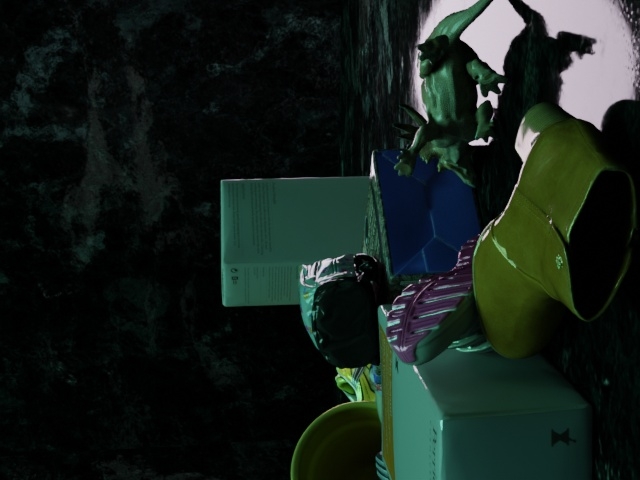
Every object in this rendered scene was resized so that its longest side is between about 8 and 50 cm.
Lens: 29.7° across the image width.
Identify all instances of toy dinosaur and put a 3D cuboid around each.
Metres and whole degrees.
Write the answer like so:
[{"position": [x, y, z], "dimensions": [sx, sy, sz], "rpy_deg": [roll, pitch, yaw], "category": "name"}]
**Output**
[{"position": [0.166, -0.199, 1.589], "dimensions": [0.200, 0.127, 0.296], "rpy_deg": [-86, 1, -68], "category": "toy dinosaur"}]

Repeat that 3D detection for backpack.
[{"position": [0.027, 0.086, 1.711], "dimensions": [0.182, 0.115, 0.152], "rpy_deg": [-98, 4, -70], "category": "backpack"}]

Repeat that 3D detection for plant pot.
[{"position": [0.092, 0.456, 2.248], "dimensions": [0.239, 0.254, 0.254], "rpy_deg": [66, -163, -60], "category": "plant pot"}]

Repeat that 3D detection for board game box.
[{"position": [0.147, 0.040, 1.791], "dimensions": [0.291, 0.141, 0.232], "rpy_deg": [94, 172, -53], "category": "board game box"}]

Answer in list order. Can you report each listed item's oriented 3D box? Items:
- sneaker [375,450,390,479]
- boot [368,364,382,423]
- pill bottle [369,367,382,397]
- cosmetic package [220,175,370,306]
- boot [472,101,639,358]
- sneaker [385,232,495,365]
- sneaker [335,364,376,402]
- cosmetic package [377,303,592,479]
[{"position": [0.186, 0.400, 2.020], "dimensions": [0.223, 0.098, 0.083], "rpy_deg": [32, 130, 55], "category": "sneaker"}, {"position": [0.141, 0.276, 2.047], "dimensions": [0.213, 0.077, 0.165], "rpy_deg": [-11, -94, -73], "category": "boot"}, {"position": [0.152, 0.256, 1.913], "dimensions": [0.160, 0.087, 0.087], "rpy_deg": [59, 180, -9], "category": "pill bottle"}, {"position": [0.000, 0.000, 2.212], "dimensions": [0.155, 0.365, 0.197], "rpy_deg": [96, 173, -54], "category": "cosmetic package"}, {"position": [0.218, 0.030, 1.133], "dimensions": [0.211, 0.104, 0.295], "rpy_deg": [-101, 13, -63], "category": "boot"}, {"position": [0.172, 0.080, 1.336], "dimensions": [0.103, 0.252, 0.111], "rpy_deg": [-6, 110, 46], "category": "sneaker"}, {"position": [0.102, 0.234, 2.461], "dimensions": [0.145, 0.147, 0.385], "rpy_deg": [91, 176, -54], "category": "sneaker"}, {"position": [0.176, 0.233, 1.421], "dimensions": [0.453, 0.161, 0.230], "rpy_deg": [-118, 25, -78], "category": "cosmetic package"}]
